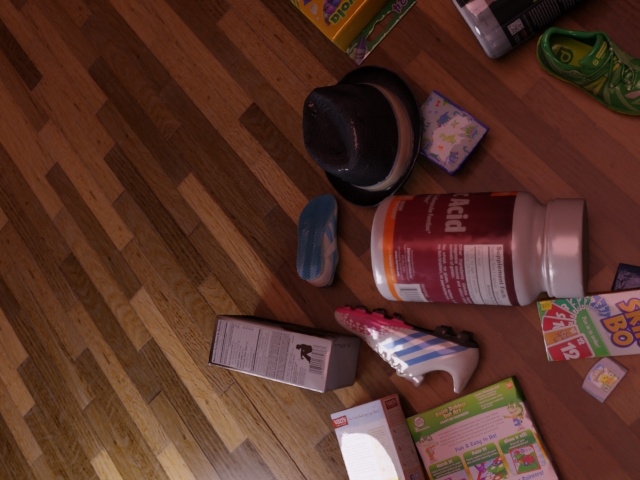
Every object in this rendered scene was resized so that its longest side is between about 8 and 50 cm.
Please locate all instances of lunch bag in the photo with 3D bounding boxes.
[{"bbox_3d":[0.272,-0.228,1.460,0.151,0.096,0.128,43,103,33],"label":"lunch bag"}]

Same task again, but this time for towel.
[{"bbox_3d":[0.627,0.087,1.297,0.120,0.029,0.067,15,90,26],"label":"towel"}]

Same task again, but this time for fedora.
[{"bbox_3d":[0.062,-0.239,1.477,0.334,0.153,0.333,-5,83,46],"label":"fedora"}]

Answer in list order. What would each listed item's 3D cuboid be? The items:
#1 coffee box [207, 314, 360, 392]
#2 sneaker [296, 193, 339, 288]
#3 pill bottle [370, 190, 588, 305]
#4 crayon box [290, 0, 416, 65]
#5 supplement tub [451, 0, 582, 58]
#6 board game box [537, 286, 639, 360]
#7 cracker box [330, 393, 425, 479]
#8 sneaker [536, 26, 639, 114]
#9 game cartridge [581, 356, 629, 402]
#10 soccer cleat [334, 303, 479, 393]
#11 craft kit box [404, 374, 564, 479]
[{"bbox_3d":[-0.081,0.250,1.531,0.297,0.168,0.118,8,87,26],"label":"coffee box"},{"bbox_3d":[0.000,0.000,1.570,0.088,0.092,0.228,-3,64,27],"label":"sneaker"},{"bbox_3d":[0.317,0.015,1.341,0.392,0.224,0.223,0,84,25],"label":"pill bottle"},{"bbox_3d":[0.044,-0.603,1.614,0.203,0.083,0.323,-47,69,14],"label":"crayon box"},{"bbox_3d":[0.432,-0.532,1.366,0.316,0.194,0.193,-32,72,19],"label":"supplement tub"},{"bbox_3d":[0.562,0.159,1.300,0.260,0.039,0.124,-11,92,24],"label":"board game box"},{"bbox_3d":[0.127,0.461,1.443,0.156,0.067,0.232,-29,73,41],"label":"cracker box"},{"bbox_3d":[0.556,-0.334,1.325,0.296,0.123,0.109,29,96,24],"label":"sneaker"},{"bbox_3d":[0.553,0.268,1.320,0.056,0.017,0.083,38,100,27],"label":"game cartridge"},{"bbox_3d":[0.169,0.232,1.445,0.331,0.116,0.143,13,90,25],"label":"soccer cleat"},{"bbox_3d":[0.334,0.437,1.382,0.250,0.061,0.246,-27,76,20],"label":"craft kit box"}]
